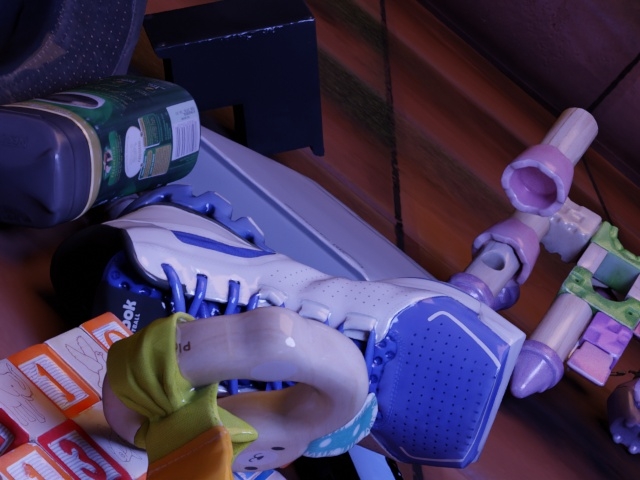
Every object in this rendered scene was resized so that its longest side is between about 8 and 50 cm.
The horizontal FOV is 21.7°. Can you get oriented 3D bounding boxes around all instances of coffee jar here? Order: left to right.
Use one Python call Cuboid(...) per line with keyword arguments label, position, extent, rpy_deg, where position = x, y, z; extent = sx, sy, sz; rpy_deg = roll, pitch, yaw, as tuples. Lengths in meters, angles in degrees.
Cuboid(label="coffee jar", position=(-0.166, -0.063, 1.155), extent=(0.096, 0.079, 0.184), rpy_deg=(10, 17, 25))

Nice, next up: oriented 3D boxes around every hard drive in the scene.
Cuboid(label="hard drive", position=(0.000, 0.000, 1.383), extent=(0.233, 0.047, 0.353), rpy_deg=(40, 7, 18))

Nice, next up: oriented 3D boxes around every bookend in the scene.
Cuboid(label="bookend", position=(-0.083, -0.150, 1.626), extent=(0.072, 0.156, 0.157), rpy_deg=(-117, -162, -52))

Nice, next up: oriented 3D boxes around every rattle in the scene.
Cuboid(label="rattle", position=(-0.022, 0.119, 0.795), extent=(0.199, 0.130, 0.143), rpy_deg=(66, -2, -60))

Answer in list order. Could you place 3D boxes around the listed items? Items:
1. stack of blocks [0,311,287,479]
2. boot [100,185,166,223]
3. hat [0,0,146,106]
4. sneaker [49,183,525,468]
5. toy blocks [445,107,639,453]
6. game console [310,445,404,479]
Cuboid(label="stack of blocks", position=(-0.120, 0.145, 0.776), extent=(0.171, 0.087, 0.297), rpy_deg=(43, 16, 6))
Cuboid(label="boot", position=(-0.125, -0.009, 1.267), extent=(0.118, 0.042, 0.087), rpy_deg=(16, 36, -54))
Cuboid(label="hat", position=(-0.281, -0.205, 1.201), extent=(0.134, 0.331, 0.331), rpy_deg=(-2, -13, 36))
Cuboid(label="sneaker", position=(-0.050, 0.065, 1.047), extent=(0.315, 0.127, 0.182), rpy_deg=(23, 19, 25))
Cuboid(label="toy blocks", position=(0.256, 0.093, 1.652), extent=(0.288, 0.309, 0.260), rpy_deg=(32, 48, 9))
Cuboid(label="game console", position=(0.025, 0.137, 1.219), extent=(0.213, 0.044, 0.361), rpy_deg=(31, 20, -33))
